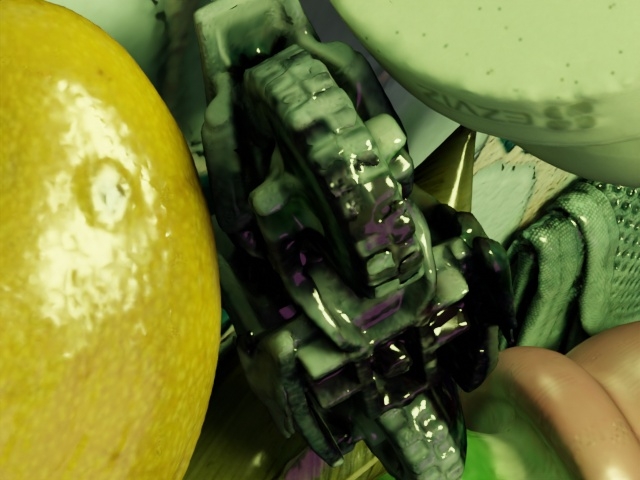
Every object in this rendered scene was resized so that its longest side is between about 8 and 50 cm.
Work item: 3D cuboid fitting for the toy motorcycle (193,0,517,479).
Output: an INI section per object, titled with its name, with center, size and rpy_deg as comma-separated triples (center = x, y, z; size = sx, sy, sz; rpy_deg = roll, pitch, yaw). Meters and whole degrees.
[toy motorcycle]
center = 0.000, 0.000, 0.543
size = 0.106, 0.159, 0.270
rpy_deg = -28, 149, -8

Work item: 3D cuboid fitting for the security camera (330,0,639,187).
[security camera]
center = 0.117, -0.109, 0.525
size = 0.194, 0.194, 0.236
rpy_deg = -52, 153, 8

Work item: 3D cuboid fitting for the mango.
[mango]
center = -0.116, 0.056, 0.452
size = 0.157, 0.109, 0.262
rpy_deg = 19, 108, -22

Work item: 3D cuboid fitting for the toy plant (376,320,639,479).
[toy plant]
center = 0.137, 0.172, 0.888
size = 0.356, 0.211, 0.317
rpy_deg = -10, 178, -20

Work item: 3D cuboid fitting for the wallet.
[wallet]
center = 0.252, -0.005, 1.074
size = 0.342, 0.075, 0.237
rpy_deg = -33, 149, -31

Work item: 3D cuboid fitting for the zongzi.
[zongzi]
center = -0.004, 0.055, 0.693
size = 0.205, 0.094, 0.204
rpy_deg = -26, 144, -41
